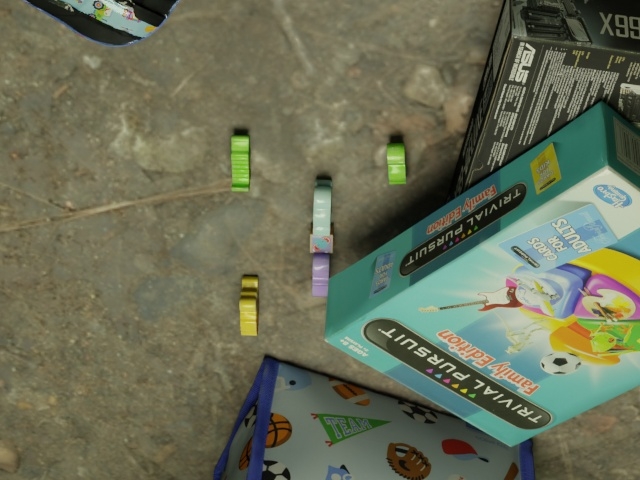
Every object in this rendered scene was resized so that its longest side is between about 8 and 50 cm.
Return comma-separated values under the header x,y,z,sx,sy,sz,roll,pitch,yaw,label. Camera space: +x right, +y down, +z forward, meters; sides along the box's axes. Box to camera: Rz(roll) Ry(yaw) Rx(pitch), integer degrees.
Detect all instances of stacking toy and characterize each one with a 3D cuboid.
x,y,z,sx,sy,sz,roll,pitch,yaw,label
0.000,0.000,1.338,0.167,0.052,0.221,1,124,2,stacking toy

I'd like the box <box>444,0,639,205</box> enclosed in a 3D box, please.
x,y,z,sx,sy,sz,roll,pitch,yaw,label
0.251,-0.075,1.213,0.242,0.076,0.307,7,139,-2,box

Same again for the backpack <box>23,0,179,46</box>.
x,y,z,sx,sy,sz,roll,pitch,yaw,label
-0.186,-0.253,1.131,0.173,0.117,0.158,31,120,-17,backpack

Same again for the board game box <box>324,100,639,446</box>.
x,y,z,sx,sy,sz,roll,pitch,yaw,label
0.209,0.048,1.243,0.254,0.079,0.336,31,133,-28,board game box

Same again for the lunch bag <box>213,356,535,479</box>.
x,y,z,sx,sy,sz,roll,pitch,yaw,label
0.041,0.352,1.378,0.328,0.385,0.239,16,124,-9,lunch bag
